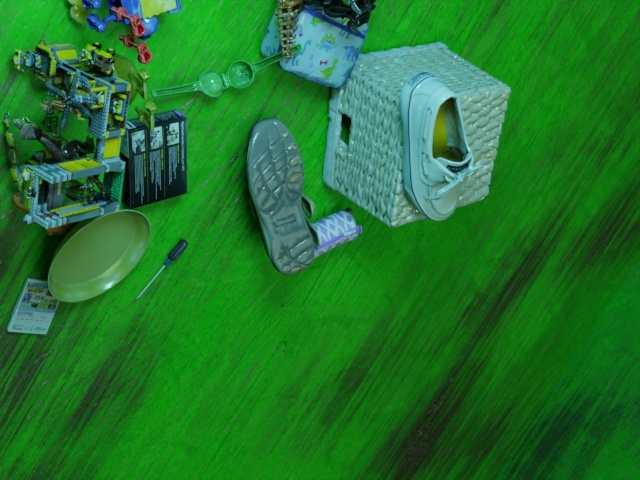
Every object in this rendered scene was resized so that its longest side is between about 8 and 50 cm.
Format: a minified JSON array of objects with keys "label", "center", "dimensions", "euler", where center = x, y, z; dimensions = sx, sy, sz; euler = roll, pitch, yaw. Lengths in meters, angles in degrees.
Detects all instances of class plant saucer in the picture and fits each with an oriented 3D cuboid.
[{"label":"plant saucer","center":[-0.450,0.023,1.867],"dimensions":[0.241,0.037,0.241],"euler":[-36,154,-21]}]

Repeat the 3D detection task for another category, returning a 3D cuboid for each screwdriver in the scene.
[{"label":"screwdriver","center":[-0.348,0.066,2.038],"dimensions":[0.170,0.025,0.024],"euler":[-53,138,0]}]

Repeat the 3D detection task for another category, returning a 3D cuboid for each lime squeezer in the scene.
[{"label":"lime squeezer","center":[-0.188,-0.321,1.852],"dimensions":[0.310,0.110,0.059],"euler":[-19,106,-12]}]

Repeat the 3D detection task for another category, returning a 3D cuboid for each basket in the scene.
[{"label":"basket","center":[0.213,-0.247,2.140],"dimensions":[0.331,0.266,0.328],"euler":[-16,128,-32]}]

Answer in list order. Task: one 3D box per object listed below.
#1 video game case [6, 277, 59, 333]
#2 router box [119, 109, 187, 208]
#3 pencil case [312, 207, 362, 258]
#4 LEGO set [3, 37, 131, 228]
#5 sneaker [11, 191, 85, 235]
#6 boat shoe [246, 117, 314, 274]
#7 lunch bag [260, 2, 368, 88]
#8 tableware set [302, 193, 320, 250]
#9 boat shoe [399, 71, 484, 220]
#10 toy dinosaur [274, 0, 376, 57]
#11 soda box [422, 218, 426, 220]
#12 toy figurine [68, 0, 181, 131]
[{"label":"video game case","center":[-0.578,0.134,1.891],"dimensions":[0.087,0.011,0.122],"euler":[11,110,-45]},{"label":"router box","center":[-0.336,-0.163,1.872],"dimensions":[0.133,0.046,0.179],"euler":[-18,129,-33]},{"label":"pencil case","center":[0.000,0.000,2.253],"dimensions":[0.206,0.088,0.086],"euler":[-28,131,-23]},{"label":"LEGO set","center":[-0.469,-0.177,1.592],"dimensions":[0.192,0.255,0.331],"euler":[-21,139,-52]},{"label":"sneaker","center":[-0.519,-0.042,1.782],"dimensions":[0.067,0.064,0.175],"euler":[-52,137,7]},{"label":"boat shoe","center":[-0.110,-0.098,2.062],"dimensions":[0.132,0.130,0.356],"euler":[-15,109,-23]},{"label":"lunch bag","center":[-0.009,-0.426,1.949],"dimensions":[0.219,0.090,0.176],"euler":[14,105,-47]},{"label":"tableware set","center":[-0.042,-0.065,2.129],"dimensions":[0.020,0.141,0.169],"euler":[-20,129,-20]},{"label":"boat shoe","center":[0.265,-0.166,1.925],"dimensions":[0.135,0.156,0.367],"euler":[-29,133,-21]},{"label":"toy dinosaur","center":[-0.002,-0.500,1.803],"dimensions":[0.164,0.218,0.322],"euler":[-20,128,-81]},{"label":"soda box","center":[0.196,-0.107,2.363],"dimensions":[0.210,0.071,0.067],"euler":[11,111,-45]},{"label":"toy figurine","center":[-0.297,-0.405,1.641],"dimensions":[0.217,0.191,0.363],"euler":[-39,141,-32]}]
